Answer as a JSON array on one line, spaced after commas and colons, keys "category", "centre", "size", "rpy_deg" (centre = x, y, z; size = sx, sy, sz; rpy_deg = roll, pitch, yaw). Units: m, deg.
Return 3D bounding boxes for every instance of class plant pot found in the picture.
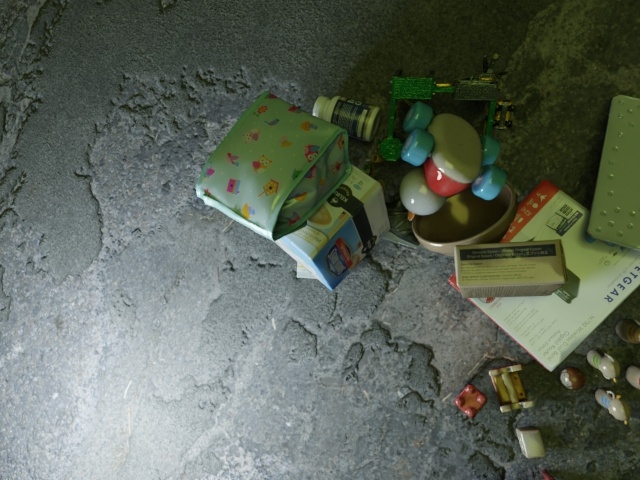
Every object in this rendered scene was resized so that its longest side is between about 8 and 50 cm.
[{"category": "plant pot", "centre": [0.345, -0.036, 1.054], "size": [0.237, 0.237, 0.110], "rpy_deg": [-27, 122, 11]}]

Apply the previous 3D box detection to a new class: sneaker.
[{"category": "sneaker", "centre": [0.242, -0.046, 1.159], "size": [0.227, 0.087, 0.130], "rpy_deg": [20, 99, 18]}]

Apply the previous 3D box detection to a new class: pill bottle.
[{"category": "pill bottle", "centre": [0.069, -0.333, 1.204], "size": [0.169, 0.094, 0.094], "rpy_deg": [20, 93, 12]}]

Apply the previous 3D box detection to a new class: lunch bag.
[{"category": "lunch bag", "centre": [-0.097, -0.138, 0.912], "size": [0.223, 0.160, 0.262], "rpy_deg": [31, 72, 23]}]

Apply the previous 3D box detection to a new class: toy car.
[{"category": "toy car", "centre": [0.254, -0.149, 1.034], "size": [0.219, 0.210, 0.238], "rpy_deg": [23, 137, -11]}]

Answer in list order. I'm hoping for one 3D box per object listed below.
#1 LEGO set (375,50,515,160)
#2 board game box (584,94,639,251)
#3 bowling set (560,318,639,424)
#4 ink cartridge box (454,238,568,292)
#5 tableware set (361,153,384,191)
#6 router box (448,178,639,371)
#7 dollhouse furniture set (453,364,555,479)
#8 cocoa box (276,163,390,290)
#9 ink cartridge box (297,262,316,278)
[{"category": "LEGO set", "centre": [0.303, -0.324, 1.139], "size": [0.331, 0.192, 0.255], "rpy_deg": [-1, 117, 16]}, {"category": "board game box", "centre": [0.812, -0.114, 0.983], "size": [0.389, 0.050, 0.390], "rpy_deg": [18, 70, 13]}, {"category": "bowling set", "centre": [0.671, 0.333, 1.014], "size": [0.199, 0.154, 0.287], "rpy_deg": [-17, 84, 12]}, {"category": "ink cartridge box", "centre": [0.388, 0.067, 0.939], "size": [0.193, 0.234, 0.088], "rpy_deg": [-5, 75, 18]}, {"category": "tableware set", "centre": [0.132, -0.150, 1.187], "size": [0.104, 0.024, 0.154], "rpy_deg": [10, 89, 56]}, {"category": "router box", "centre": [0.532, 0.077, 1.058], "size": [0.301, 0.082, 0.335], "rpy_deg": [44, 95, 22]}, {"category": "dollhouse furniture set", "centre": [0.438, 0.511, 1.088], "size": [0.201, 0.152, 0.374], "rpy_deg": [-16, 68, 12]}, {"category": "cocoa box", "centre": [-0.040, -0.090, 1.094], "size": [0.347, 0.231, 0.228], "rpy_deg": [39, 80, 25]}, {"category": "ink cartridge box", "centre": [0.000, 0.000, 1.225], "size": [0.108, 0.062, 0.209], "rpy_deg": [3, 88, 14]}]
